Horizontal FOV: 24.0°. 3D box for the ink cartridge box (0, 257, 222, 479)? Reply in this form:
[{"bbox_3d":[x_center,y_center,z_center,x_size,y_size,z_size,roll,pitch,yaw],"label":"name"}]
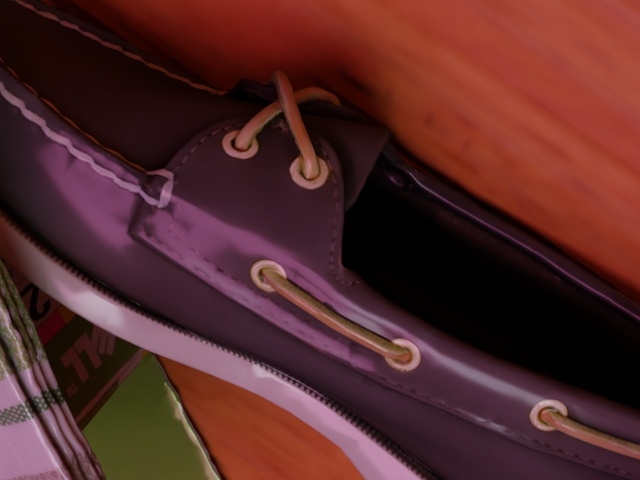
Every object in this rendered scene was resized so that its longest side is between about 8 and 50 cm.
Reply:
[{"bbox_3d":[-0.137,0.075,0.438,0.189,0.097,0.255,-19,106,27],"label":"ink cartridge box"}]

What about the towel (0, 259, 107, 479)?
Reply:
[{"bbox_3d":[-0.106,0.040,0.344,0.113,0.023,0.152,-13,111,26],"label":"towel"}]

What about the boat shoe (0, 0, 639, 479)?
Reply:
[{"bbox_3d":[0.000,0.000,0.363,0.228,0.081,0.068,35,119,-6],"label":"boat shoe"}]
